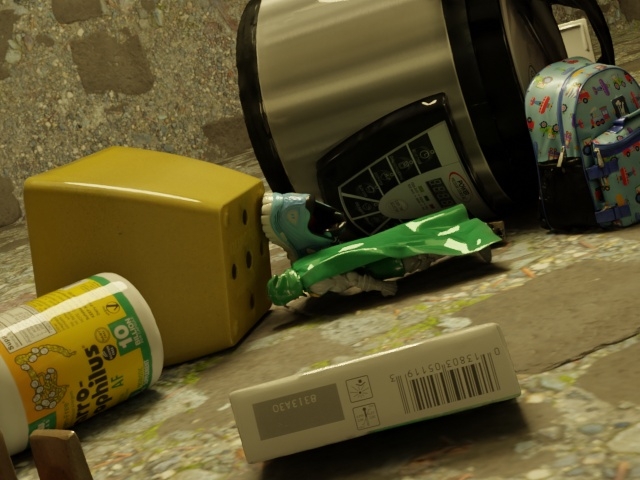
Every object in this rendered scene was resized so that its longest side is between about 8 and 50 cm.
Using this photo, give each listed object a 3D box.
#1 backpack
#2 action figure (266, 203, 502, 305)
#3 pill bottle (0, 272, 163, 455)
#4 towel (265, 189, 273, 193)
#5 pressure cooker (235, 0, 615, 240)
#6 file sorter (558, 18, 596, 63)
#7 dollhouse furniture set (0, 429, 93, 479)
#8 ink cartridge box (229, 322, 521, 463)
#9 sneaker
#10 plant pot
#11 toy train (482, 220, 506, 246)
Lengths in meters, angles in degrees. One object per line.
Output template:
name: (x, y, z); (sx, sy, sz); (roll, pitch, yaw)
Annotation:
backpack: (0.299, -0.111, 1.128); (0.158, 0.173, 0.117); (-22, 12, -34)
action figure: (0.056, 0.023, 1.090); (0.232, 0.064, 0.137); (-14, 12, -9)
pill bottle: (-0.251, 0.115, 0.919); (0.208, 0.118, 0.117); (-23, 13, -38)
towel: (-0.023, -0.080, 1.846); (0.324, 0.038, 0.248); (-13, 9, 26)
pressure cooker: (0.147, -0.209, 1.322); (0.420, 0.376, 0.370); (-12, 8, 23)
file sorter: (0.293, -0.207, 1.613); (0.277, 0.193, 0.173); (-12, 8, 21)
dollhouse furniture set: (-0.290, 0.179, 0.583); (0.259, 0.135, 0.262); (-7, 13, 39)
ink cartridge box: (0.042, 0.106, 0.769); (0.181, 0.056, 0.225); (-15, -8, 4)
sneaker: (0.000, 0.000, 1.141); (0.073, 0.063, 0.162); (-9, -30, 25)
plant pot: (-0.161, 0.021, 1.100); (0.187, 0.212, 0.212); (1, 14, 15)
toy train: (0.154, -0.006, 1.205); (0.036, 0.027, 0.158); (-10, 4, -37)
